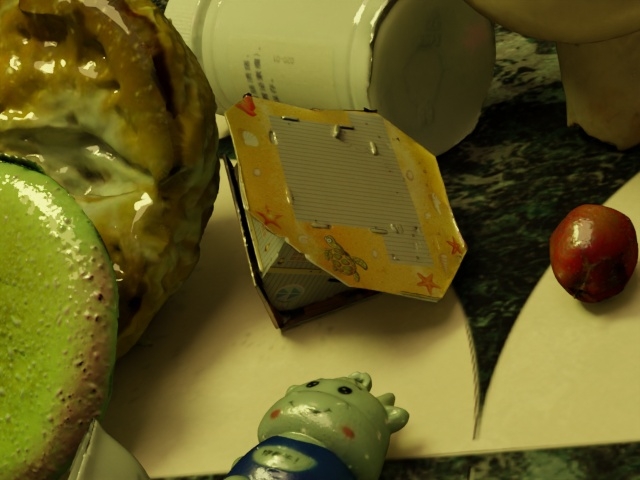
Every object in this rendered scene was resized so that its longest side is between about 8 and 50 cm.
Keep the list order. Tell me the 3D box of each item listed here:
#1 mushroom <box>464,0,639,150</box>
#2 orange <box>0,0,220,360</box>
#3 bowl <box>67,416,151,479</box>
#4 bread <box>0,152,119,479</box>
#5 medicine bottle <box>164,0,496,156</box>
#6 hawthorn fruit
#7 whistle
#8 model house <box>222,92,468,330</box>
[{"bbox_3d":[0.236,-0.234,1.060,0.292,0.290,0.292,-7,34,5],"label":"mushroom"},{"bbox_3d":[-0.213,-0.049,1.099,0.271,0.210,0.368,17,90,26],"label":"orange"},{"bbox_3d":[-0.145,0.221,0.794,0.086,0.189,0.189,21,35,-10],"label":"bowl"},{"bbox_3d":[-0.288,0.074,0.986,0.301,0.045,0.301,-4,82,26],"label":"bread"},{"bbox_3d":[-0.001,-0.202,1.249,0.332,0.190,0.190,17,49,44],"label":"medicine bottle"},{"bbox_3d":[0.214,0.011,0.929,0.077,0.077,0.077,-16,33,11],"label":"hawthorn fruit"},{"bbox_3d":[-0.019,0.174,0.808,0.110,0.092,0.244,11,43,26],"label":"whistle"},{"bbox_3d":[0.000,0.000,1.038,0.207,0.136,0.219,4,50,-28],"label":"model house"}]
